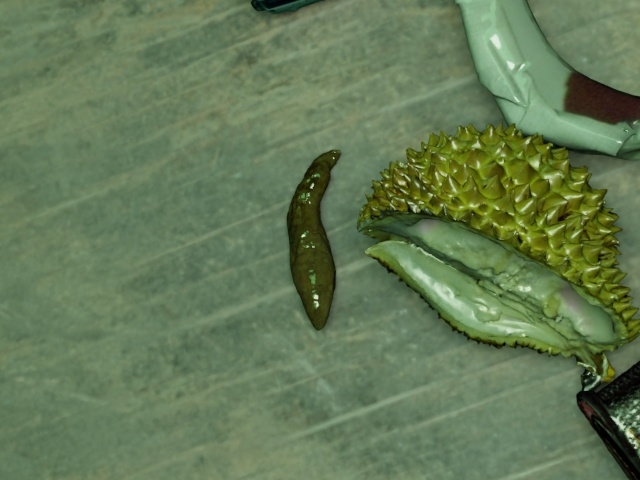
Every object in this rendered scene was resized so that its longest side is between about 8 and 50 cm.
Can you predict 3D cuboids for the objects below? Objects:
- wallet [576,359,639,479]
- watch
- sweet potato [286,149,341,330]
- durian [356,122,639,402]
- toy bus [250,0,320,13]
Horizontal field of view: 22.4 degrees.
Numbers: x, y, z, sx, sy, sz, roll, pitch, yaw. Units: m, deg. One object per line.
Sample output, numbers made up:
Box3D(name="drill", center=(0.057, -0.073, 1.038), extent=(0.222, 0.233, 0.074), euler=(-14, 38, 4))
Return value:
Box3D(name="wallet", center=(0.345, 0.154, 1.155), extent=(0.221, 0.071, 0.262), euler=(-34, 82, -11))
Box3D(name="watch", center=(0.213, -0.189, 1.237), extent=(0.253, 0.162, 0.241), euler=(33, 102, 18))
Box3D(name="sweet potato", center=(-0.006, -0.001, 1.301), extent=(0.041, 0.038, 0.153), euler=(4, 72, -9))
Box3D(name="durian", center=(0.155, 0.002, 1.202), extent=(0.237, 0.193, 0.138), euler=(46, 57, -23))
Box3D(name="toy bus", center=(-0.033, -0.314, 1.300), extent=(0.128, 0.147, 0.256), euler=(-20, 72, 10))
